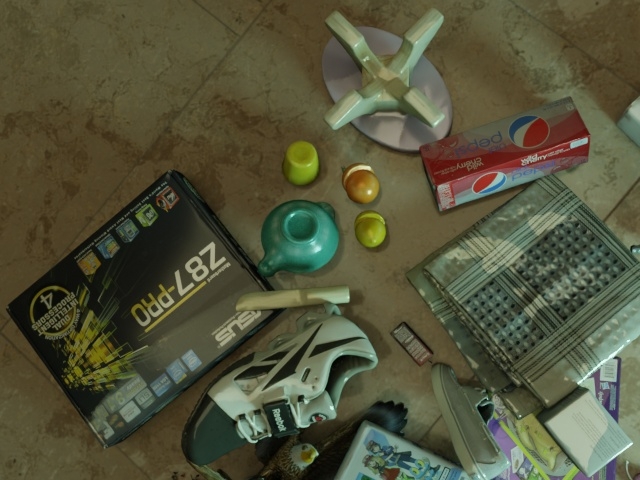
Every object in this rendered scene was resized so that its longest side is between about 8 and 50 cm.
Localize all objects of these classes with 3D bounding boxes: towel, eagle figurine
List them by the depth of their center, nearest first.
[{"bbox_3d":[0.349,0.083,1.215,0.324,0.056,0.312,-37,72,-1],"label":"towel"},{"bbox_3d":[-0.026,0.338,1.235,0.298,0.225,0.226,-47,122,-27],"label":"eagle figurine"}]

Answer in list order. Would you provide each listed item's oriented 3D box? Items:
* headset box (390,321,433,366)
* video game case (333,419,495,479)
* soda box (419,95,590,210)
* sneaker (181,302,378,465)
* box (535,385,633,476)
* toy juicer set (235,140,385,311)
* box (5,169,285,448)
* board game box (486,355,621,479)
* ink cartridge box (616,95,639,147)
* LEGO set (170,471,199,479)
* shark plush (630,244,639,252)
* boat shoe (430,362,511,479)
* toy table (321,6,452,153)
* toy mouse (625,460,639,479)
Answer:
[{"bbox_3d":[0.158,0.177,1.261,0.032,0.062,0.083,-44,78,3],"label":"headset box"},{"bbox_3d":[0.130,0.489,1.169,0.300,0.036,0.329,26,93,-4],"label":"video game case"},{"bbox_3d":[0.306,-0.144,1.249,0.263,0.083,0.092,-18,60,6],"label":"soda box"},{"bbox_3d":[-0.056,0.237,1.126,0.330,0.122,0.146,-39,48,-15],"label":"sneaker"},{"bbox_3d":[0.401,0.289,1.145,0.087,0.102,0.101,-38,80,1],"label":"box"},{"bbox_3d":[0.000,0.000,1.281,0.209,0.089,0.329,15,70,2],"label":"toy juicer set"},{"bbox_3d":[-0.309,0.119,1.327,0.395,0.097,0.318,-38,82,2],"label":"box"},{"bbox_3d":[0.370,0.352,1.217,0.208,0.056,0.346,5,85,6],"label":"board game box"},{"bbox_3d":[0.621,-0.178,1.208,0.160,0.092,0.219,-42,79,2],"label":"ink cartridge box"},{"bbox_3d":[-0.227,0.435,1.320,0.083,0.023,0.054,33,88,24],"label":"LEGO set"},{"bbox_3d":[0.589,0.006,1.206,0.161,0.067,0.073,13,86,10],"label":"shark plush"},{"bbox_3d":[0.240,0.278,1.182,0.081,0.079,0.227,-27,38,9],"label":"boat shoe"},{"bbox_3d":[0.107,-0.273,1.270,0.274,0.161,0.252,34,90,10],"label":"toy table"},{"bbox_3d":[0.535,0.430,1.187,0.143,0.031,0.161,-7,83,9],"label":"toy mouse"}]
